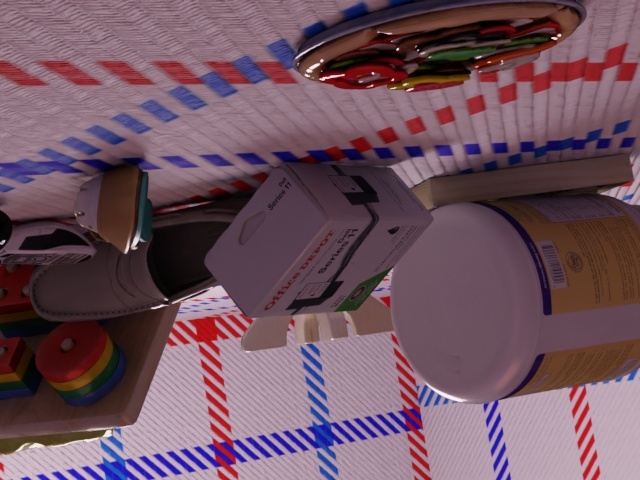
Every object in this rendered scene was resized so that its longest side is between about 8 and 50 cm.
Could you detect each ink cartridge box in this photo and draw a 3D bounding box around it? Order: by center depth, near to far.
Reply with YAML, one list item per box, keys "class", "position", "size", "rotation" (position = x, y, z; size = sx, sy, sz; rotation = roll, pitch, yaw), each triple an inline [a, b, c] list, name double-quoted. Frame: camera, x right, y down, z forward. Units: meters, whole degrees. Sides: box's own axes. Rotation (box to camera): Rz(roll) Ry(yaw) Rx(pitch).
- class: "ink cartridge box"
  position: [0.000, 0.000, 1.652]
  size: [0.153, 0.087, 0.208]
  rotation: [-51, 154, 24]

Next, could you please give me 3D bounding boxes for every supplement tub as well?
- class: "supplement tub"
  position: [0.278, 0.065, 1.922]
  size: [0.331, 0.241, 0.241]
  rotation: [-4, 173, -38]

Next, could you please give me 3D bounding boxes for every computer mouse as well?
- class: "computer mouse"
  position: [-0.336, 0.000, 1.697]
  size: [0.193, 0.042, 0.106]
  rotation: [1, 166, -32]

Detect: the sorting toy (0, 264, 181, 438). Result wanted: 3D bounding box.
- class: "sorting toy"
  position: [-0.313, 0.107, 1.914]
  size: [0.255, 0.257, 0.089]
  rotation: [-8, 134, 27]

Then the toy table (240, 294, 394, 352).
- class: "toy table"
  position: [-0.011, 0.082, 2.479]
  size: [0.252, 0.161, 0.274]
  rotation: [-9, 176, -2]

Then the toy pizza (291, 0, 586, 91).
- class: "toy pizza"
  position: [0.081, -0.127, 1.059]
  size: [0.201, 0.032, 0.201]
  rotation: [-9, 175, -1]

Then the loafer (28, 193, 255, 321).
- class: "loafer"
  position: [-0.190, 0.022, 1.760]
  size: [0.319, 0.112, 0.111]
  rotation: [-19, -175, 13]

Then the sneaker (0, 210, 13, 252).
- class: "sneaker"
  position: [-0.372, 0.000, 1.505]
  size: [0.170, 0.063, 0.075]
  rotation: [-12, 177, -26]

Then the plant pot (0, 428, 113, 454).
- class: "plant pot"
  position: [-0.405, 0.172, 2.255]
  size: [0.276, 0.254, 0.276]
  rotation: [-8, 175, -1]

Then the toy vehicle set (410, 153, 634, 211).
- class: "toy vehicle set"
  position: [0.240, -0.064, 1.989]
  size: [0.266, 0.035, 0.166]
  rotation: [-8, 175, -14]

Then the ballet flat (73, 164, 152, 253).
- class: "ballet flat"
  position: [-0.198, -0.025, 1.473]
  size: [0.073, 0.080, 0.232]
  rotation: [7, 172, -4]
